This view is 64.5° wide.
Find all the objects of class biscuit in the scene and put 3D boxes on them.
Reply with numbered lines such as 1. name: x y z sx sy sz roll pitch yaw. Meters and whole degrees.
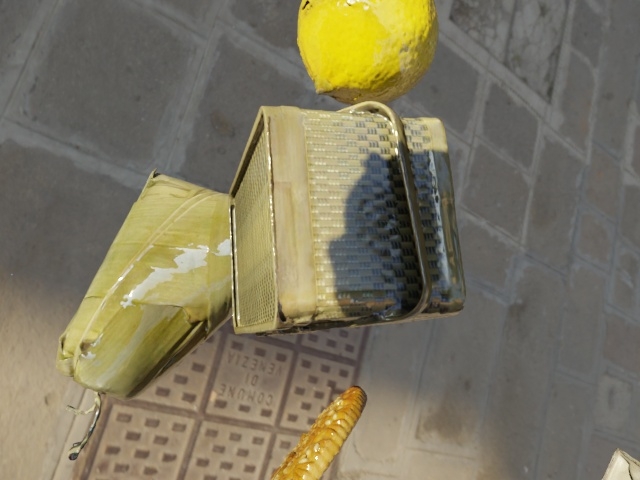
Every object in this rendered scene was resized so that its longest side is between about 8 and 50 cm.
1. biscuit: -0.044 0.301 0.629 0.038 0.305 0.305 38 65 10

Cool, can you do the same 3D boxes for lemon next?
1. lemon: 0.079 -0.339 0.830 0.228 0.228 0.253 54 37 -17

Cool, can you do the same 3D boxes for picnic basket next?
1. picnic basket: 0.000 0.000 0.462 0.139 0.266 0.165 -1 79 -17

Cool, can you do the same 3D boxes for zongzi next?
1. zongzi: -0.186 0.114 0.719 0.181 0.417 0.447 55 48 -52

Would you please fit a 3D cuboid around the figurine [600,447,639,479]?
1. figurine: 0.460 0.389 0.581 0.308 0.143 0.309 7 63 -15
